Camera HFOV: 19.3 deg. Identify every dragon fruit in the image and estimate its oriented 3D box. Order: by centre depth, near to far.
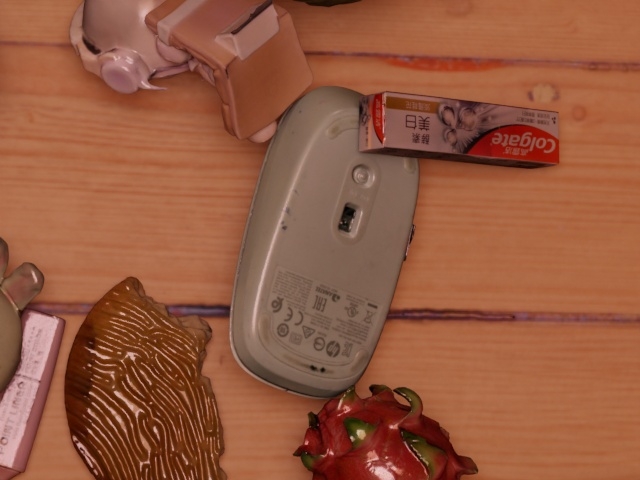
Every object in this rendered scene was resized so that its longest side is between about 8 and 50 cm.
[{"bbox_3d":[0.078,0.231,1.727,0.137,0.135,0.236,-45,108,-14],"label":"dragon fruit"}]

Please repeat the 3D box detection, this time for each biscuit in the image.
[{"bbox_3d":[-0.147,0.158,1.754,0.228,0.031,0.176,44,83,0],"label":"biscuit"}]

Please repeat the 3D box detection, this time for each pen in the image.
[{"bbox_3d":[-0.284,0.161,1.738,0.053,0.032,0.197,16,81,-5],"label":"pen"}]

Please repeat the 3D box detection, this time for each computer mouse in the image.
[{"bbox_3d":[-0.003,-0.001,1.746,0.159,0.097,0.288,21,81,-33],"label":"computer mouse"}]

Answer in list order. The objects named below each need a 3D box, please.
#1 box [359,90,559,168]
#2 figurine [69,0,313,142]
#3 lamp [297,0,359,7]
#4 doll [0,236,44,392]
[{"bbox_3d":[0.132,-0.101,1.753,0.218,0.039,0.055,5,84,-36],"label":"box"},{"bbox_3d":[-0.129,-0.189,1.732,0.237,0.141,0.162,25,57,28],"label":"figurine"},{"bbox_3d":[0.021,-0.329,1.694,0.284,0.250,0.250,10,77,-50],"label":"lamp"},{"bbox_3d":[-0.367,0.114,1.701,0.155,0.113,0.275,42,75,9],"label":"doll"}]
